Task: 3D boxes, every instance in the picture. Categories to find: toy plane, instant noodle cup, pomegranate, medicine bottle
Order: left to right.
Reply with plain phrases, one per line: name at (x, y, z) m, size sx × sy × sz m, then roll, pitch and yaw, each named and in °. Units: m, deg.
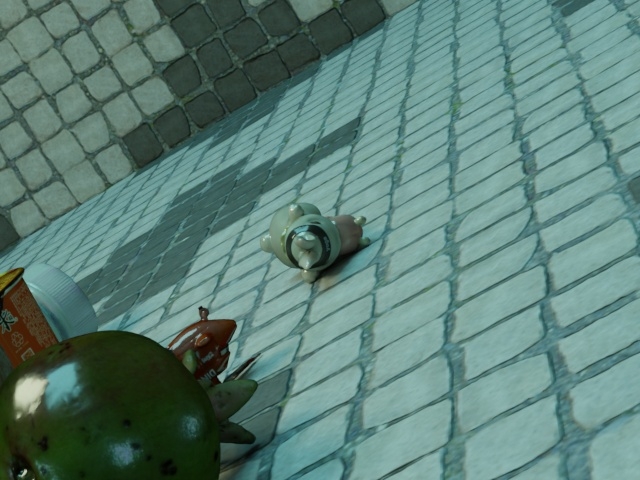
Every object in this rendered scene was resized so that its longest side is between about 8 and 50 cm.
instant noodle cup at (-0.357, 0.156, 1.549) m, size 0.213 × 0.174 × 0.213 m, roll -32°, pitch 12°, yaw 8°
medicine bottle at (-0.395, 0.140, 1.779) m, size 0.225 × 0.139 × 0.139 m, roll -42°, pitch 15°, yaw -36°
pomegranate at (-0.142, 0.148, 1.091) m, size 0.181 × 0.182 × 0.224 m, roll -23°, pitch 0°, yaw 37°
toy plane at (-0.151, 0.144, 1.339) m, size 0.194 × 0.077 × 0.126 m, roll -40°, pitch 2°, yaw 11°

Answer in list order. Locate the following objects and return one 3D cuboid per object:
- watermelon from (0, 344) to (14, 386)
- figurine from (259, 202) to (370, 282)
watermelon at (-0.373, 0.178, 1.255) m, size 0.264 × 0.302 × 0.151 m, roll -10°, pitch -6°, yaw -10°
figurine at (-0.002, -0.010, 1.520) m, size 0.098 × 0.081 × 0.146 m, roll -35°, pitch 13°, yaw -13°
